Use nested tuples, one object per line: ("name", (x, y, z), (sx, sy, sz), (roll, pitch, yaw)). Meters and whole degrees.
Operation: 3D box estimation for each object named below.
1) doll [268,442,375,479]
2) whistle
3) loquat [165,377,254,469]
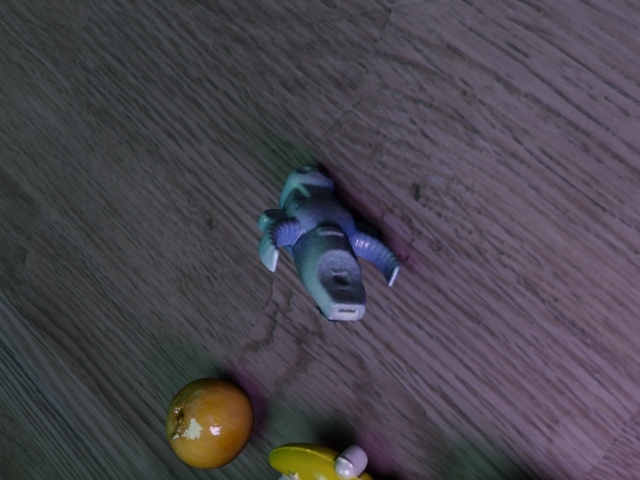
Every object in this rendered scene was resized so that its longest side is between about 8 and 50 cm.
("doll", (0.015, 0.378, 1.426), (0.237, 0.111, 0.252), (31, 134, 12))
("whistle", (0.000, 0.000, 1.276), (0.093, 0.180, 0.269), (-66, 30, 31))
("loquat", (-0.168, 0.275, 1.533), (0.141, 0.141, 0.141), (15, 114, 37))
